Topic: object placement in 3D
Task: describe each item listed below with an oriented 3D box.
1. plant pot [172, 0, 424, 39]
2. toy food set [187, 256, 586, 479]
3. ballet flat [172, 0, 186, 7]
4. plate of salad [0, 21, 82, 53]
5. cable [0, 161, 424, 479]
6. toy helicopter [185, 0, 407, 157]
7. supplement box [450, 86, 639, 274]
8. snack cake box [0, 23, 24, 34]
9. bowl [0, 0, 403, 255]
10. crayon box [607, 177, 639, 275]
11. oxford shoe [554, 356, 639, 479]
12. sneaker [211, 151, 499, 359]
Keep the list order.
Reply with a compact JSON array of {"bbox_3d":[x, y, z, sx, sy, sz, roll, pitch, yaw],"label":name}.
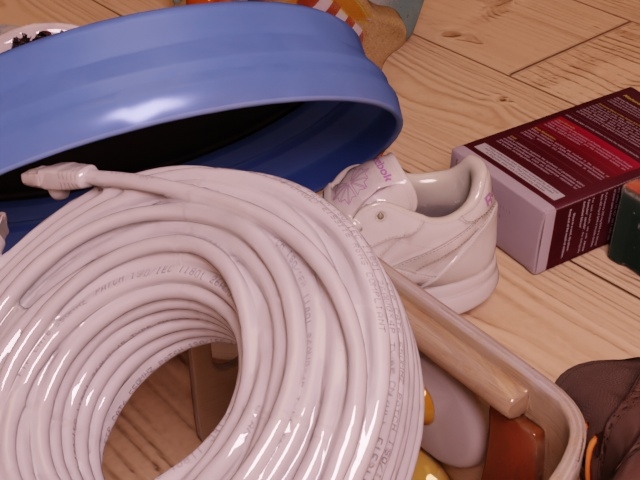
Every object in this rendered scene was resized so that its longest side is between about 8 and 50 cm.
[{"bbox_3d":[-0.002,-0.348,1.306,0.252,0.247,0.248,1,31,-31],"label":"plant pot"},{"bbox_3d":[0.014,0.125,0.627,0.092,0.219,0.306,-26,43,-30],"label":"toy food set"},{"bbox_3d":[-0.147,-0.219,1.195,0.080,0.232,0.073,1,73,-36],"label":"ballet flat"},{"bbox_3d":[-0.242,-0.112,1.015,0.200,0.200,0.048,-12,-7,-18],"label":"plate of salad"},{"bbox_3d":[-0.079,0.082,0.519,0.257,0.089,0.257,0,59,27],"label":"cable"},{"bbox_3d":[-0.018,-0.243,1.040,0.235,0.355,0.140,9,32,-19],"label":"toy helicopter"},{"bbox_3d":[0.253,-0.063,1.036,0.239,0.073,0.130,-20,41,-27],"label":"supplement box"},{"bbox_3d":[-0.371,-0.159,1.141,0.264,0.089,0.152,7,37,8],"label":"snack cake box"},{"bbox_3d":[-0.136,-0.059,0.790,0.391,0.391,0.077,-14,81,-21],"label":"bowl"},{"bbox_3d":[0.444,-0.018,0.971,0.318,0.081,0.202,-20,39,-28],"label":"crayon box"},{"bbox_3d":[0.187,0.141,0.640,0.133,0.130,0.364,10,7,24],"label":"oxford shoe"},{"bbox_3d":[0.000,0.000,0.868,0.305,0.152,0.114,-12,39,-16],"label":"sneaker"}]
